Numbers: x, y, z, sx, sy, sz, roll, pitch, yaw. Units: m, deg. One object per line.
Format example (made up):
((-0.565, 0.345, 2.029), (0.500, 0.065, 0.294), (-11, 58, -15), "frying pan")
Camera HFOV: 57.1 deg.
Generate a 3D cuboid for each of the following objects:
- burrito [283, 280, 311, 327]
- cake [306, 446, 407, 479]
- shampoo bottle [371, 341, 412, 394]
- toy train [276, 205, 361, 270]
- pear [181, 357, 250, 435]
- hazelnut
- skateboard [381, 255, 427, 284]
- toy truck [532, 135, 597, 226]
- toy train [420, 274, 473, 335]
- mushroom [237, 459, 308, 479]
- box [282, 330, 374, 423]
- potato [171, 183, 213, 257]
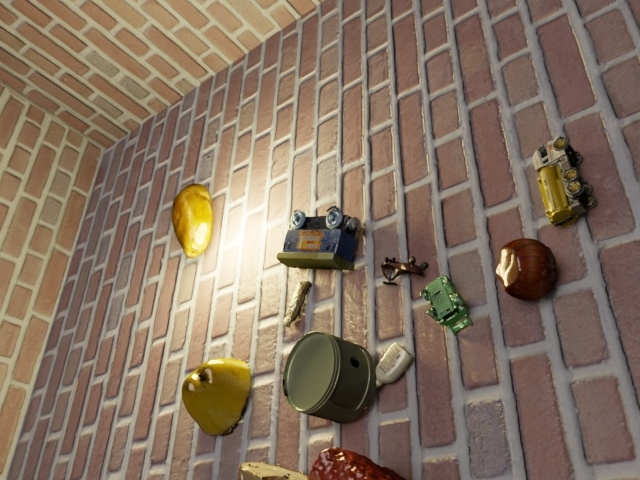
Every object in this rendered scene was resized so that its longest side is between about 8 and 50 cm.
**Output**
((-0.080, 0.210, 1.950), (0.051, 0.042, 0.171), (-7, 57, 52), "burrito")
((0.082, 0.669, 1.309), (0.270, 0.269, 0.319), (26, 81, 49), "cake")
((0.183, 0.356, 1.600), (0.152, 0.045, 0.077), (-53, 41, -1), "shampoo bottle")
((0.000, 0.000, 1.961), (0.300, 0.131, 0.202), (-1, 70, 44), "toy train")
((-0.369, 0.490, 1.934), (0.267, 0.178, 0.267), (-28, 44, 32), "pear")
((0.505, 0.071, 1.436), (0.143, 0.143, 0.154), (-22, 58, 32), "hazelnut")
((0.236, 0.092, 1.727), (0.151, 0.067, 0.080), (-2, 72, 49), "skateboard")
((0.613, -0.151, 1.500), (0.114, 0.098, 0.227), (-28, 48, 35), "toy truck")
((0.336, 0.168, 1.565), (0.099, 0.081, 0.149), (-38, 38, 18), "toy train")
((-0.133, 0.696, 1.598), (0.286, 0.156, 0.151), (-11, 68, 53), "mushroom")
((0.019, 0.378, 1.631), (0.226, 0.149, 0.226), (-32, 45, 39), "box")
((-0.545, -0.090, 2.511), (0.195, 0.176, 0.369), (-17, 52, 1), "potato")
